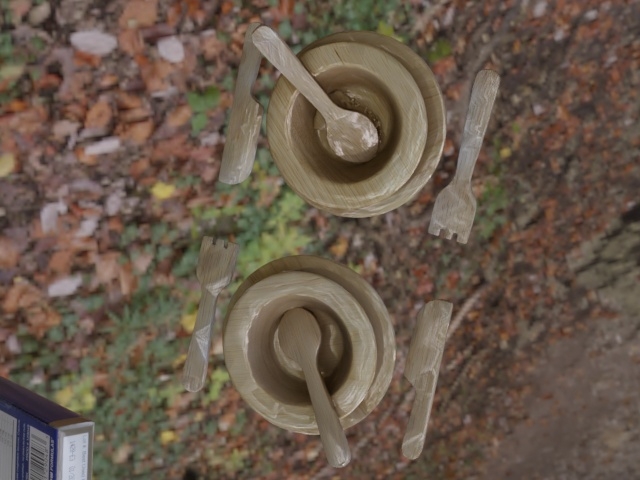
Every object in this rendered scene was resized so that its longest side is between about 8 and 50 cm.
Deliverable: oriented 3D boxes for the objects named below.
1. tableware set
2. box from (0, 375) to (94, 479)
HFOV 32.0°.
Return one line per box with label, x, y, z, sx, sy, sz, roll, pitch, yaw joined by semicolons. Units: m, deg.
tableware set;0.000;0.000;0.511;0.128;0.194;0.039;14;-169;15
box;-0.248;0.176;0.856;0.036;0.136;0.225;-5;-168;-44
